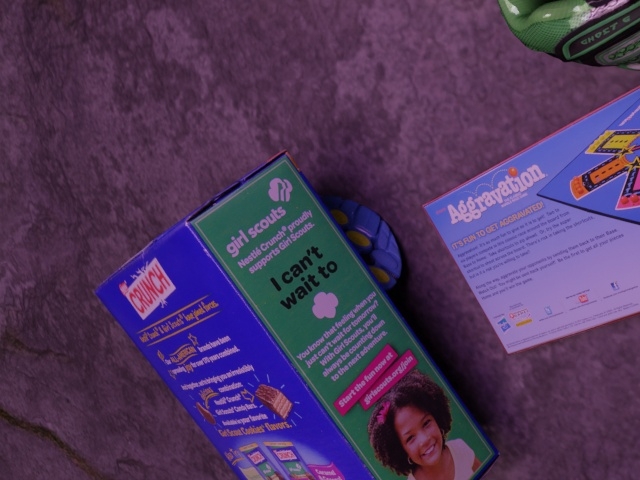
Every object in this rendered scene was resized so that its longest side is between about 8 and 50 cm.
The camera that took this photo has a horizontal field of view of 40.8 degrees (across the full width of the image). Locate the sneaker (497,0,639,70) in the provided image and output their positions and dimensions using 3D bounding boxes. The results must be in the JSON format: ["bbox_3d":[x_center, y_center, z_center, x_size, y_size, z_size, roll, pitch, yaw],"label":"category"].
[{"bbox_3d":[0.182,-0.221,0.392,0.134,0.146,0.344,-117,26,-42],"label":"sneaker"}]

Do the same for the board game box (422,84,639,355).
[{"bbox_3d":[0.208,-0.018,0.611,0.281,0.027,0.145,-30,91,48],"label":"board game box"}]

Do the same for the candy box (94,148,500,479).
[{"bbox_3d":[-0.037,0.112,0.786,0.317,0.122,0.268,53,148,-6],"label":"candy box"}]

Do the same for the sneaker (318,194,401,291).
[{"bbox_3d":[0.000,0.000,0.806,0.188,0.067,0.078,24,147,32],"label":"sneaker"}]
